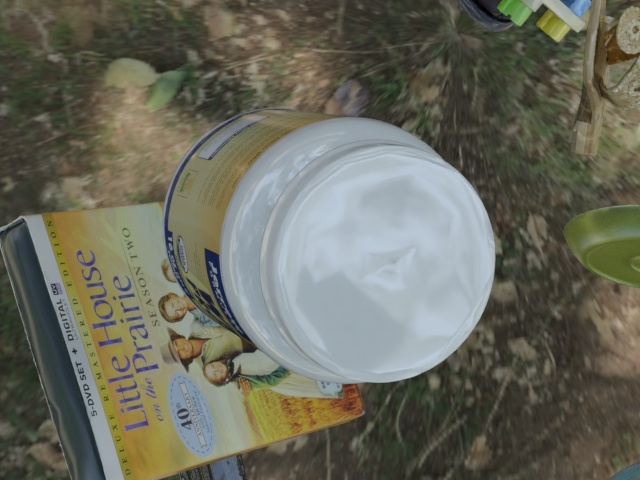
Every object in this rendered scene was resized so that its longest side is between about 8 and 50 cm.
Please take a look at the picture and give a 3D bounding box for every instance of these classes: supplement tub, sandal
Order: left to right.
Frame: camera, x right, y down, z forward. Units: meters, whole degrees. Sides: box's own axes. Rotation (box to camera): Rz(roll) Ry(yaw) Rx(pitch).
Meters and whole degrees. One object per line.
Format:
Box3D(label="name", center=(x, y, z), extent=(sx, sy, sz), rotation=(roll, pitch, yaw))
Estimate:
Box3D(label="supplement tub", center=(0.000, 0.000, 1.272), extent=(0.228, 0.316, 0.228), rotation=(-3, 98, -20))
Box3D(label="sandal", center=(0.262, -0.147, 1.202), extent=(0.079, 0.240, 0.088), rotation=(10, 63, 11))

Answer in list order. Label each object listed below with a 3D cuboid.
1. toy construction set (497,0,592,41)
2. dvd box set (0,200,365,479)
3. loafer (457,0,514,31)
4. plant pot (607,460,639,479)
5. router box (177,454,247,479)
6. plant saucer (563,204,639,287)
Box3D(label="toy construction set", center=(0.154, -0.293, 1.247), extent=(0.215, 0.327, 0.151), rotation=(43, 89, 10))
Box3D(label="dvd box set", center=(-0.144, 0.101, 1.624), extent=(0.062, 0.420, 0.307), rotation=(-27, 78, 39))
Box3D(label="loafer", center=(0.160, -0.397, 1.730), extent=(0.302, 0.109, 0.095), rotation=(51, 142, -2))
Box3D(label="plant pot", center=(0.449, 0.393, 1.606), extent=(0.293, 0.196, 0.293), rotation=(2, 83, -15))
Box3D(label="router box", center=(-0.140, 0.274, 1.762), extent=(0.046, 0.133, 0.178), rotation=(-23, 119, -24))
Box3D(label="plant saucer", center=(0.432, 0.018, 1.829), extent=(0.241, 0.241, 0.037), rotation=(10, 70, 4))
